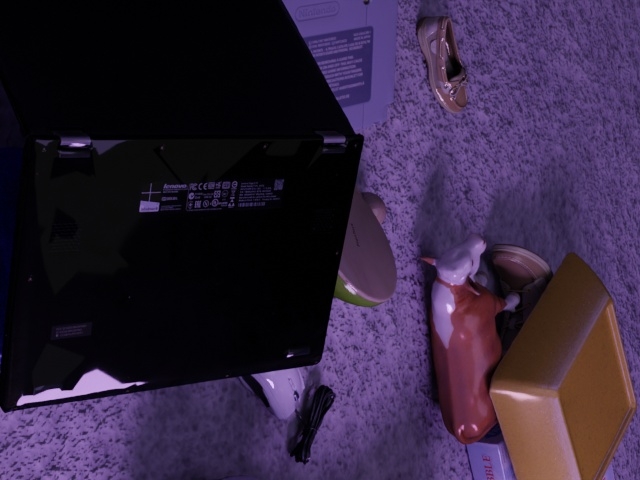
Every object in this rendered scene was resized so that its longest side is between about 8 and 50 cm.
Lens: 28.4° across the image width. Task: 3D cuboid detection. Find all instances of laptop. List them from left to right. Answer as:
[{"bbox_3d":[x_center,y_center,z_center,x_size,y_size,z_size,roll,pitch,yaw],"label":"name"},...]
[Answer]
[{"bbox_3d":[-0.178,-0.081,1.287,0.382,0.236,0.408,-4,111,-39],"label":"laptop"}]

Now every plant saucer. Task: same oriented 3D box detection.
[{"bbox_3d":[0.395,0.242,1.949,0.333,0.081,0.332,-50,132,-40],"label":"plant saucer"}]

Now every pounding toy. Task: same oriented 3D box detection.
[{"bbox_3d":[0.000,0.000,1.602,0.183,0.110,0.237,44,29,-29],"label":"pounding toy"}]

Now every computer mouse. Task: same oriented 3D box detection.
[{"bbox_3d":[-0.044,0.188,1.584,0.193,0.042,0.106,53,55,-37],"label":"computer mouse"}]

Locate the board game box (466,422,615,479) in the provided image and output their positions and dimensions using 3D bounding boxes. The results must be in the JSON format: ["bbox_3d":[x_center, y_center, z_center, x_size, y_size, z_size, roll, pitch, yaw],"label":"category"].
[{"bbox_3d":[0.371,0.390,2.066,0.318,0.066,0.318,-31,115,-45],"label":"board game box"}]

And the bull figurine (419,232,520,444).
[{"bbox_3d":[0.222,0.136,1.849,0.188,0.101,0.310,-13,105,-53],"label":"bull figurine"}]

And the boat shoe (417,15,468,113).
[{"bbox_3d":[0.186,-0.253,1.826,0.056,0.048,0.153,-42,122,-40],"label":"boat shoe"}]

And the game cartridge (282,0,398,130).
[{"bbox_3d":[-0.021,-0.217,1.537,0.297,0.062,0.198,-18,114,-43],"label":"game cartridge"}]

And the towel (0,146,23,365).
[{"bbox_3d":[-0.230,0.012,1.279,0.308,0.076,0.227,-7,87,-43],"label":"towel"}]

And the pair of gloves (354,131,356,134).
[{"bbox_3d":[0.020,-0.235,1.652,0.198,0.023,0.159,31,69,-47],"label":"pair of gloves"}]

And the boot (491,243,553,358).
[{"bbox_3d":[0.305,0.117,1.967,0.213,0.077,0.165,49,58,-45],"label":"boot"}]

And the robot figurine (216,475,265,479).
[{"bbox_3d":[-0.066,0.394,1.473,0.278,0.173,0.209,55,43,-36],"label":"robot figurine"}]
